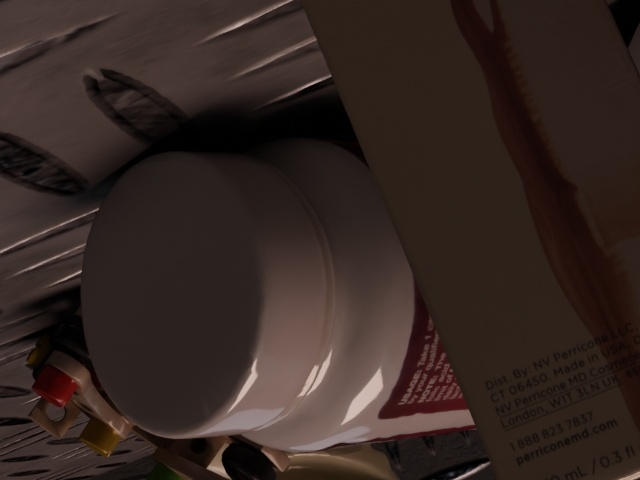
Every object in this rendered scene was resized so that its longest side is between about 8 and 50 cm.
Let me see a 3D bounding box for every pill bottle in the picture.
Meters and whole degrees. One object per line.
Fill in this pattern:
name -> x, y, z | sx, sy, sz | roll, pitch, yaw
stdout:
pill bottle -> 0.033, 0.038, 1.060 | 0.392, 0.224, 0.224 | 2, 156, -47

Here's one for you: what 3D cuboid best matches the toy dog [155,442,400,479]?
toy dog -> -0.088, 0.241, 1.806 | 0.395, 0.284, 0.408 | -6, 167, -9

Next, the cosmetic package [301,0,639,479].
cosmetic package -> 0.101, -0.032, 0.680 | 0.129, 0.296, 0.153 | -24, 171, 12

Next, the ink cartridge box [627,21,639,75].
ink cartridge box -> 0.354, -0.045, 1.034 | 0.197, 0.270, 0.198 | -5, 122, -55

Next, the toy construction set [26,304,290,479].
toy construction set -> -0.180, 0.199, 1.365 | 0.257, 0.309, 0.237 | 14, 166, -24
